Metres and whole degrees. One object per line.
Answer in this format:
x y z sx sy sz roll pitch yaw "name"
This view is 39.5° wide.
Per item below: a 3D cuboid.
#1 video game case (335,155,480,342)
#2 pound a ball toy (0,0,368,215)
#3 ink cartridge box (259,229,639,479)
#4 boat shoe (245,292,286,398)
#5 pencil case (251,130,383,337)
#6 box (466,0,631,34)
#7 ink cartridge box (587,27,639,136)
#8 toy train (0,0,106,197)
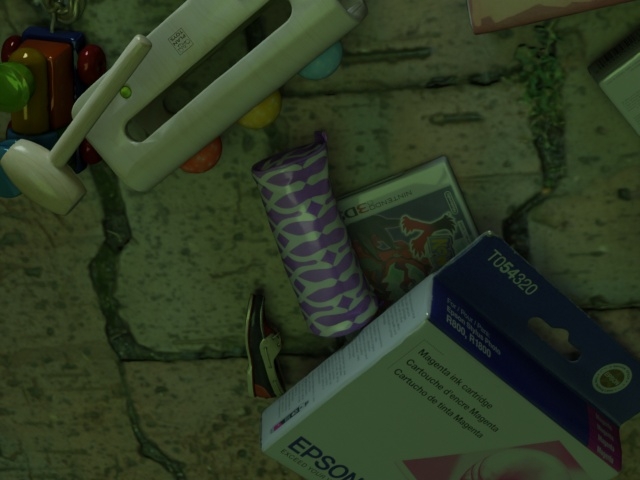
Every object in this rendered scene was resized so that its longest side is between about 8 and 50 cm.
0.089 0.032 0.968 0.183 0.023 0.201 -21 107 17 "video game case"
-0.114 -0.138 0.833 0.319 0.208 0.136 -36 102 20 "pound a ball toy"
0.161 0.193 0.952 0.324 0.071 0.330 37 115 -25 "ink cartridge box"
-0.063 0.121 1.018 0.043 0.049 0.137 1 115 6 "boat shoe"
0.000 0.000 0.915 0.088 0.086 0.206 -26 111 -18 "pencil case"
0.231 -0.278 0.758 0.232 0.127 0.149 -10 110 14 "box"
0.365 -0.143 0.849 0.145 0.045 0.179 -37 120 21 "ink cartridge box"
-0.285 -0.172 0.883 0.105 0.143 0.248 8 113 6 "toy train"
